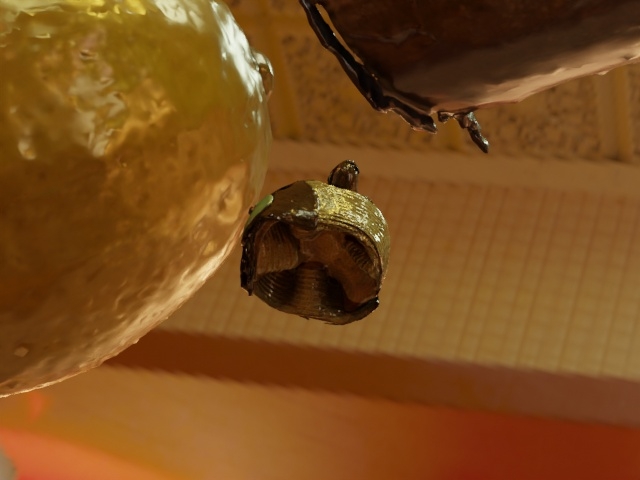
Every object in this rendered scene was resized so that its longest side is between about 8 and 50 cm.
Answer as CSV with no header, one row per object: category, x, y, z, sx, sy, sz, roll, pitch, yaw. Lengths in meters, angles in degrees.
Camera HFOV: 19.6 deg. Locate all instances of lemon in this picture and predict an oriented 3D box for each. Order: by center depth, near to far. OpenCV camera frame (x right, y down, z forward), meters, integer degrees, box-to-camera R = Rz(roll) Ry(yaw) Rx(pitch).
lemon,-0.198,-0.070,1.287,0.364,0.364,0.364,12,-39,10

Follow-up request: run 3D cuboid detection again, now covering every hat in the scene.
hat,-0.001,0.000,0.963,0.076,0.059,0.077,13,-45,3

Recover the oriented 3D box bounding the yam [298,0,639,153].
yam,0.126,-0.121,0.516,0.279,0.131,0.131,-17,-51,25
